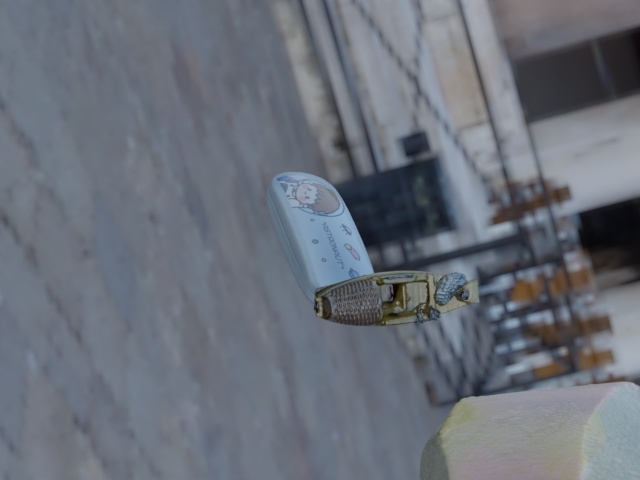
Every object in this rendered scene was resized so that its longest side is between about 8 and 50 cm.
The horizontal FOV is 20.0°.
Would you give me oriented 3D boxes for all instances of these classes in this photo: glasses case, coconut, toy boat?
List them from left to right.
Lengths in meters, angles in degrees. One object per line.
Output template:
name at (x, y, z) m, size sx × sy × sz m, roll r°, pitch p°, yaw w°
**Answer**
glasses case at (0.000, 0.000, 1.659) m, size 0.178 × 0.067 × 0.045 m, roll -113°, pitch -143°, yaw -45°
toy boat at (0.064, 0.051, 1.548) m, size 0.049 × 0.149 × 0.047 m, roll -160°, pitch -113°, yaw -68°
coconut at (0.272, 0.292, 1.875) m, size 0.297 × 0.310 × 0.297 m, roll 14°, pitch 73°, yaw -51°
